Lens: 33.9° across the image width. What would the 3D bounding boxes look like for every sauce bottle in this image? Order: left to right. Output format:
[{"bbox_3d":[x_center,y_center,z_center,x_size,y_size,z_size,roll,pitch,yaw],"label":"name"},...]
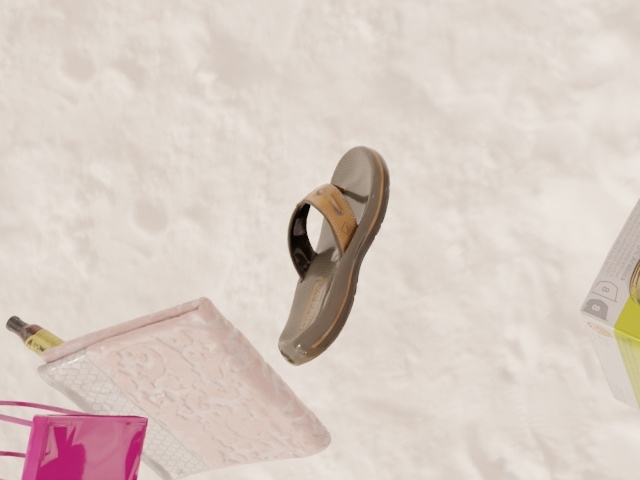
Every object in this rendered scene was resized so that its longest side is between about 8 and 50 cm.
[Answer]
[{"bbox_3d":[-0.438,0.158,1.644,0.128,0.042,0.042,26,70,23],"label":"sauce bottle"}]

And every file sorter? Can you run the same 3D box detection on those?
[{"bbox_3d":[-0.349,0.331,1.200,0.182,0.202,0.290,7,83,24],"label":"file sorter"}]

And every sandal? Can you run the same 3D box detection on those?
[{"bbox_3d":[0.000,0.000,0.853,0.060,0.090,0.219,33,55,-17],"label":"sandal"}]

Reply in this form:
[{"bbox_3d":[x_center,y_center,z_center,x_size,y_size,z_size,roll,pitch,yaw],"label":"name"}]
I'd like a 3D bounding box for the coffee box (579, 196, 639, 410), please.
[{"bbox_3d":[0.558,0.071,1.269,0.334,0.338,0.337,24,76,30],"label":"coffee box"}]

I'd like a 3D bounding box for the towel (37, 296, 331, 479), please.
[{"bbox_3d":[-0.197,0.234,1.536,0.332,0.317,0.053,52,32,-35],"label":"towel"}]
